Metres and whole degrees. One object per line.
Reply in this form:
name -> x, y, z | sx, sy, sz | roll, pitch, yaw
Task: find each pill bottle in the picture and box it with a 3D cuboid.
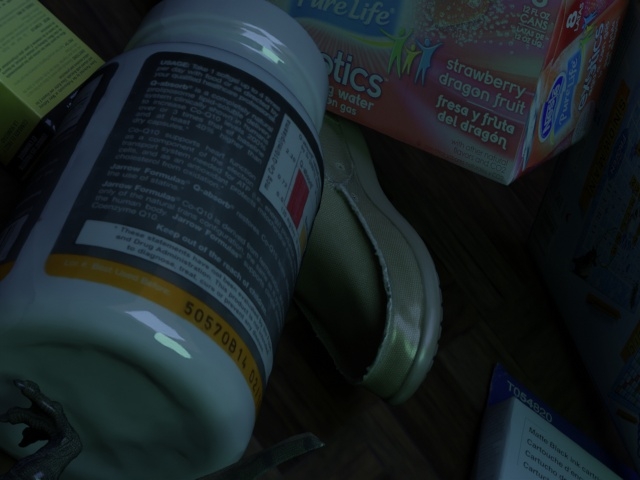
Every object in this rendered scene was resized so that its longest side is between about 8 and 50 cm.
pill bottle -> -0.085, -0.010, 0.690 | 0.162, 0.162, 0.278 | 34, 45, -17

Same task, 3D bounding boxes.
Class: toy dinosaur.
toy dinosaur -> -0.138, 0.132, 0.542 | 0.268, 0.064, 0.118 | -29, 42, -19

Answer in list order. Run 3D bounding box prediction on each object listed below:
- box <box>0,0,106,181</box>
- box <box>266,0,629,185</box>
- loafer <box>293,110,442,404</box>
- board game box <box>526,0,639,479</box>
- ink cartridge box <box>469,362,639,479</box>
box -> -0.241, -0.147, 0.756 | 0.232, 0.058, 0.087 | 42, 39, -9
box -> 0.052, -0.173, 0.882 | 0.300, 0.142, 0.154 | 26, 30, 25
loafer -> 0.000, 0.000, 0.833 | 0.092, 0.102, 0.268 | 4, 42, -27
board game box -> 0.267, 0.002, 0.868 | 0.065, 0.319, 0.318 | -4, 47, -15
ink cartridge box -> 0.201, 0.216, 0.876 | 0.223, 0.045, 0.224 | 37, 39, -13
